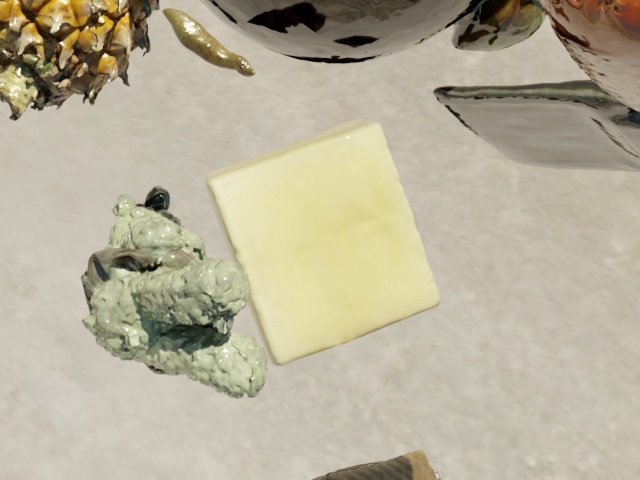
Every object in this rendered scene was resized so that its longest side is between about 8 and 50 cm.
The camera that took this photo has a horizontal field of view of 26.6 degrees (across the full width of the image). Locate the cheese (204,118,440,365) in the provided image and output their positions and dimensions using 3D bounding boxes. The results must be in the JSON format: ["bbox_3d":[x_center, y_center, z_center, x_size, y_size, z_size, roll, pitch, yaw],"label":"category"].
[{"bbox_3d":[0.000,0.000,1.793,0.242,0.124,0.265,-21,98,-11],"label":"cheese"}]

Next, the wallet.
[{"bbox_3d":[0.282,-0.089,1.142,0.247,0.323,0.041,26,72,-63],"label":"wallet"}]

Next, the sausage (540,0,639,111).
[{"bbox_3d":[0.184,-0.123,0.751,0.330,0.102,0.102,5,97,-69],"label":"sausage"}]

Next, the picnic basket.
[{"bbox_3d":[0.061,0.261,1.304,0.193,0.055,0.110,-1,59,-56],"label":"picnic basket"}]

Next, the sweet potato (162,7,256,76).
[{"bbox_3d":[-0.150,-0.257,1.796,0.153,0.041,0.038,36,87,3],"label":"sweet potato"}]

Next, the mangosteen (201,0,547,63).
[{"bbox_3d":[0.031,-0.261,0.916,0.300,0.300,0.300,-4,99,-26],"label":"mangosteen"}]

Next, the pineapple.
[{"bbox_3d":[-0.204,-0.146,0.962,0.176,0.161,0.137,57,40,-59],"label":"pineapple"}]

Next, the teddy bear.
[{"bbox_3d":[-0.122,0.040,0.976,0.111,0.213,0.133,-20,121,-17],"label":"teddy bear"}]
